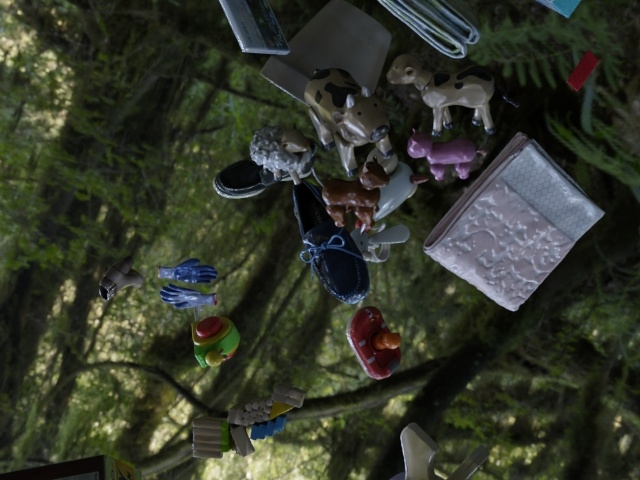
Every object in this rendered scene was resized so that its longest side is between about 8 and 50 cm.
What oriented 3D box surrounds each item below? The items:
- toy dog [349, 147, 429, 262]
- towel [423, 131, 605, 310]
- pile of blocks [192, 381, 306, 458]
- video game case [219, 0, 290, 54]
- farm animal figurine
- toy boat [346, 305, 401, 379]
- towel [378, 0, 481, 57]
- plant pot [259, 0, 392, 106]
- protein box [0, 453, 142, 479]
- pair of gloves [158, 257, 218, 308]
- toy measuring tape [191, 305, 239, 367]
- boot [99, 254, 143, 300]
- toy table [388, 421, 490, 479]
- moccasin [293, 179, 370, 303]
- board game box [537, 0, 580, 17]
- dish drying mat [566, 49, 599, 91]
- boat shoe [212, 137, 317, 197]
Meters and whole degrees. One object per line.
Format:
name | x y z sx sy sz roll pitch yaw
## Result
toy dog | 0.183 -0.080 1.771 0.220 0.333 0.161 6 -174 -45
towel | 0.426 -0.024 1.447 0.332 0.317 0.053 32 -167 -32
pile of blocks | -0.191 0.515 1.897 0.113 0.363 0.148 13 -127 -79
video game case | -0.164 -0.532 1.583 0.022 0.190 0.173 -27 176 35
farm animal figurine | 0.084 -0.197 1.049 0.327 0.330 0.172 32 154 41
toy boat | 0.188 0.311 2.075 0.151 0.231 0.151 -34 -173 -41
towel | 0.201 -0.538 1.445 0.321 0.090 0.374 38 -153 -8
plant pot | 0.040 -0.488 1.818 0.323 0.280 0.323 30 -169 -6
protein box | -0.408 0.441 1.063 0.201 0.135 0.199 -10 153 -2
pair of gloves | -0.355 0.116 1.791 0.160 0.198 0.023 3 -136 -5
toy measuring tape | -0.281 0.230 1.786 0.122 0.121 0.330 21 -163 -20
boot | -0.398 0.085 1.321 0.042 0.087 0.118 24 147 19
toy table | 0.215 0.480 1.228 0.252 0.160 0.274 37 -154 11
moccasin | 0.000 0.000 1.563 0.342 0.138 0.117 59 -174 35
board game box | 0.550 -0.693 1.456 0.079 0.336 0.253 18 -154 -39
dish drying mat | 0.508 -0.329 1.293 0.032 0.083 0.008 39 166 -9
boat shoe | -0.109 -0.152 1.340 0.233 0.079 0.084 -22 -110 -29
